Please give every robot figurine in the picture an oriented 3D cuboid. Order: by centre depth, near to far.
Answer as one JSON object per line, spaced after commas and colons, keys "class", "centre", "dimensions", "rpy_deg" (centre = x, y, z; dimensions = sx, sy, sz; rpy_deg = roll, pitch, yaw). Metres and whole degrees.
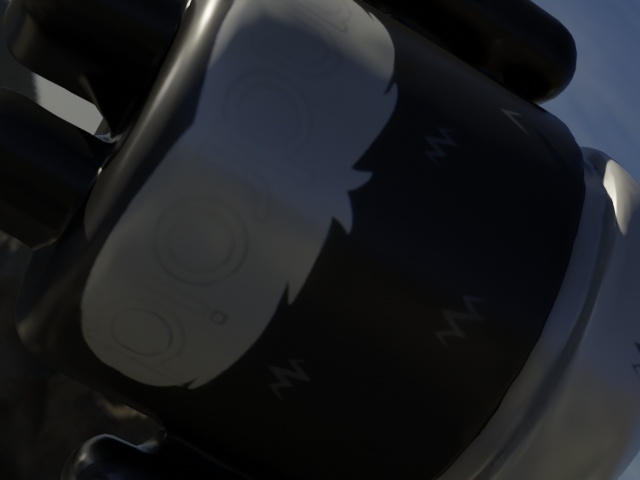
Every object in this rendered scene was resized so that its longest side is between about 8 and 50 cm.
{"class": "robot figurine", "centre": [-0.002, 0.002, 0.531], "dimensions": [0.278, 0.209, 0.174], "rpy_deg": [29, 28, -14]}
